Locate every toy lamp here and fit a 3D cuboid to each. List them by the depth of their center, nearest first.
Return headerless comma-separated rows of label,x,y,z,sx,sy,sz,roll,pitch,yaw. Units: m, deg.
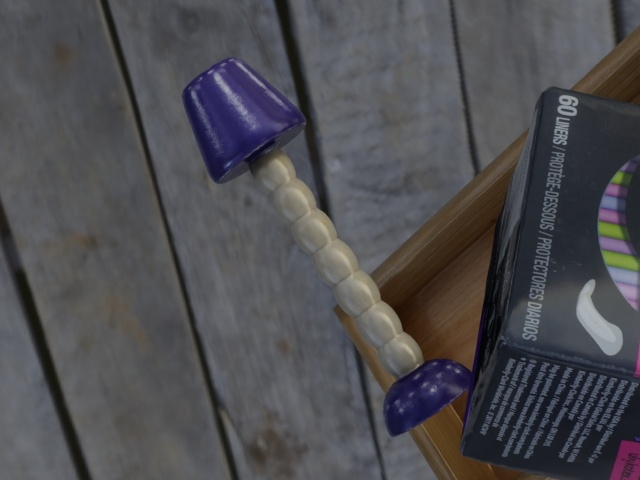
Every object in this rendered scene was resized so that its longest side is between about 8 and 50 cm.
toy lamp,0.000,0.000,1.043,0.080,0.080,0.275,-33,88,5

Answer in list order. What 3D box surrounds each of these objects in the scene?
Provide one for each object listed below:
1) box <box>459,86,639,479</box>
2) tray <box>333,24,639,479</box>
box,0.225,0.046,0.820,0.270,0.165,0.143,12,149,2
tray,0.213,0.002,1.060,0.411,0.203,0.076,-43,153,23
